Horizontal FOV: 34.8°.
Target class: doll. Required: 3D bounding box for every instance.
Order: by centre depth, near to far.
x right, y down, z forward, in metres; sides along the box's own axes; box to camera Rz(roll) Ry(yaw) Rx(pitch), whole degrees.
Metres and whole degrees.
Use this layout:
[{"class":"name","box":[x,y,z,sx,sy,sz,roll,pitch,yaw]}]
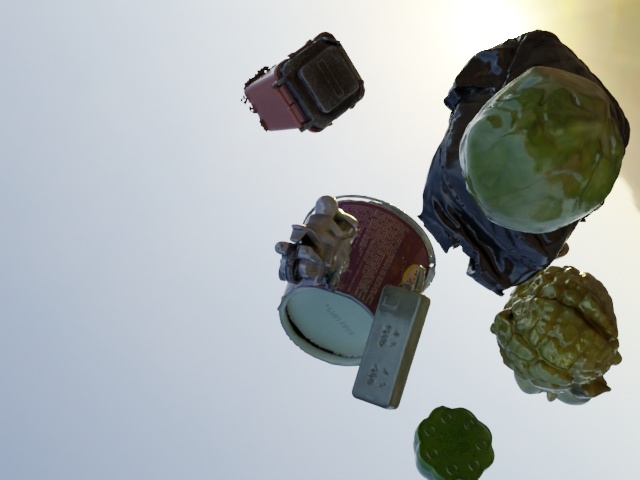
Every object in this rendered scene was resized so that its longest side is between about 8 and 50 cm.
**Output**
[{"class":"doll","box":[0.558,0.324,2.427,0.275,0.113,0.155,18,-149,-35]}]

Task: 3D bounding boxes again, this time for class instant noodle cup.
[{"class":"instant noodle cup","box":[0.071,0.108,2.297,0.340,0.340,0.266,47,-137,-22]}]

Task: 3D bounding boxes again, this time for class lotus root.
[{"class":"lotus root","box":[0.276,0.482,2.268,0.186,0.186,0.186,47,-161,-22]}]

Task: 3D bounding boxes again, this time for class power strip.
[{"class":"power strip","box":[0.147,0.184,2.010,0.093,0.288,0.053,15,176,32]}]

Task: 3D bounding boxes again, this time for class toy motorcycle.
[{"class":"toy motorcycle","box":[0.000,0.000,1.889,0.260,0.110,0.171,-2,-80,-65]}]

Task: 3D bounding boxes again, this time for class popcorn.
[{"class":"popcorn","box":[0.465,0.174,1.973,0.258,0.224,0.270,13,-129,-46]}]

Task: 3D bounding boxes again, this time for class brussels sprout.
[{"class":"brussels sprout","box":[0.284,-0.108,1.323,0.223,0.223,0.161,48,-146,-18]}]

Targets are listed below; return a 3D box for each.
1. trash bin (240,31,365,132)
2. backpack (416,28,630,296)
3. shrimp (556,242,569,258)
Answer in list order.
[{"class":"trash bin","box":[-0.051,-0.296,2.057,0.161,0.184,0.238,57,152,-16]},{"class":"backpack","box":[0.338,-0.128,1.787,0.363,0.255,0.446,45,-126,-12]},{"class":"shrimp","box":[0.450,-0.022,2.284,0.198,0.051,0.262,43,-151,20]}]
